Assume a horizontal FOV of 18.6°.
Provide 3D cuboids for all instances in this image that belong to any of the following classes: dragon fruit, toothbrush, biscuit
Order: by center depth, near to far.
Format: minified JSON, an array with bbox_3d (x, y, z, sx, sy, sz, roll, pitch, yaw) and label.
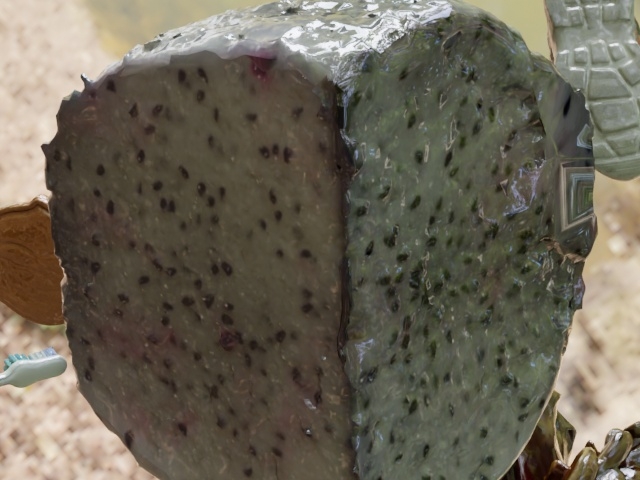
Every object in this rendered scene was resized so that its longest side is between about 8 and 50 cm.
[{"bbox_3d":[0.000,0.000,1.020,0.204,0.221,0.283,-25,118,-48],"label":"dragon fruit"},{"bbox_3d":[-0.330,0.124,1.427,0.304,0.030,0.030,-14,65,-25],"label":"toothbrush"},{"bbox_3d":[-0.237,0.018,1.655,0.102,0.130,0.019,21,37,6],"label":"biscuit"}]

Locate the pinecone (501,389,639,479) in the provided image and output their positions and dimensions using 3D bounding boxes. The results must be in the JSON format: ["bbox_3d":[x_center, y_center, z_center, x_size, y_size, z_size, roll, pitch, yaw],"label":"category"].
[{"bbox_3d":[0.090,0.281,1.358,0.384,0.384,0.384,34,34,-27],"label":"pinecone"}]

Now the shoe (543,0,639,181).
[{"bbox_3d":[0.248,-0.151,1.764,0.125,0.099,0.228,86,-4,-73],"label":"shoe"}]
